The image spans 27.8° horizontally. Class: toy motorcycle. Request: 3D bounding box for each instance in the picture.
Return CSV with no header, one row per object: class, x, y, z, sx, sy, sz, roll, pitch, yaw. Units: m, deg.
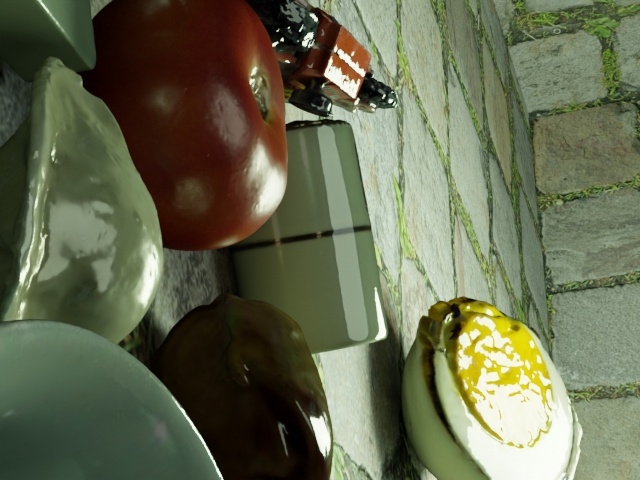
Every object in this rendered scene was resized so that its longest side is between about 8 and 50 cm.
toy motorcycle,-0.036,-0.174,1.153,0.089,0.171,0.298,-63,156,1

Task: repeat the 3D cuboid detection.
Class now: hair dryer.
hair dryer,0.000,0.000,1.260,0.362,0.128,0.203,0,79,-82

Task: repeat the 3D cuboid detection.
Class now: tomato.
tomato,-0.099,-0.086,0.905,0.195,0.136,0.195,-12,90,-76

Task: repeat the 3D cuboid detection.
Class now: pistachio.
pistachio,-0.054,0.142,0.958,0.165,0.130,0.210,16,-55,62

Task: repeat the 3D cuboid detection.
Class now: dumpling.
dumpling,-0.150,0.003,0.706,0.155,0.111,0.181,-90,157,-73

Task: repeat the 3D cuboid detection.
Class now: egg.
egg,0.183,0.221,1.649,0.286,0.174,0.264,30,47,-38

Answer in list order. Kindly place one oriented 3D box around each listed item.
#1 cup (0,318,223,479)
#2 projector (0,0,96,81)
cup,-0.151,0.212,0.476,0.347,0.163,0.347,-11,90,-70
projector,-0.202,-0.248,0.720,0.259,0.079,0.257,66,14,-75
